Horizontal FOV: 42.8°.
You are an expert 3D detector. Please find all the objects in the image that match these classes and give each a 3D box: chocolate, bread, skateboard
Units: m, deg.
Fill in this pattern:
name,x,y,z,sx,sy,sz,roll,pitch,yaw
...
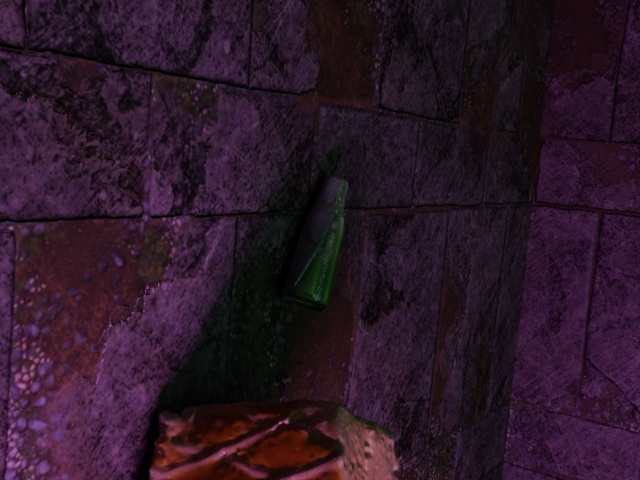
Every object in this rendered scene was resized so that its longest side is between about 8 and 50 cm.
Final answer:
name,x,y,z,sx,sy,sz,roll,pitch,yaw
chocolate,0.000,0.000,1.759,0.110,0.110,0.291,38,63,-54
bread,-0.078,0.478,1.429,0.279,0.390,0.371,46,43,-59
skateboard,-0.060,0.305,1.803,0.083,0.032,0.064,-31,133,-48
